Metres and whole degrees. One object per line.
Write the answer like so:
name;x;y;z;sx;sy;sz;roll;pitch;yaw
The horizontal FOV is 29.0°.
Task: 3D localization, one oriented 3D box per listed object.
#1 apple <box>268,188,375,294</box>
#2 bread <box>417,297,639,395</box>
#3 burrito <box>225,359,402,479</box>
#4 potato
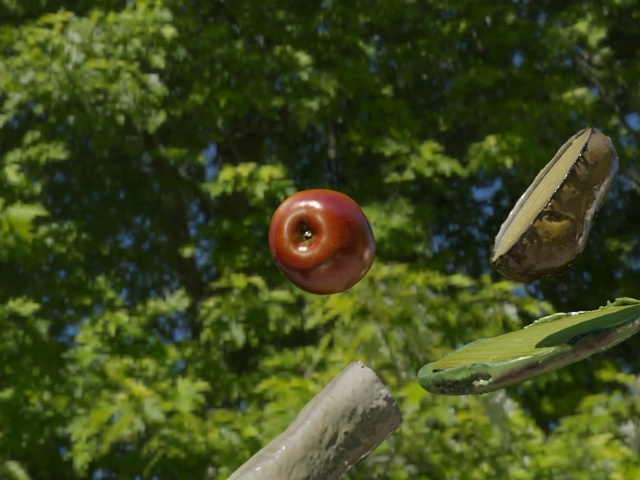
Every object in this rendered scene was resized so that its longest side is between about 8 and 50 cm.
apple;0.000;0.000;1.854;0.163;0.163;0.139;-16;-21;14
bread;0.266;0.131;1.523;0.301;0.045;0.301;-18;1;0
burrito;-0.032;0.287;1.525;0.299;0.105;0.143;-42;-9;-22
potato;0.277;-0.032;1.403;0.081;0.200;0.164;35;-20;-3
